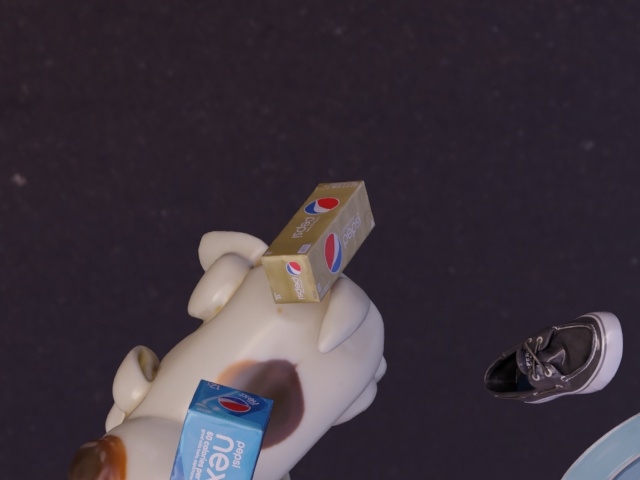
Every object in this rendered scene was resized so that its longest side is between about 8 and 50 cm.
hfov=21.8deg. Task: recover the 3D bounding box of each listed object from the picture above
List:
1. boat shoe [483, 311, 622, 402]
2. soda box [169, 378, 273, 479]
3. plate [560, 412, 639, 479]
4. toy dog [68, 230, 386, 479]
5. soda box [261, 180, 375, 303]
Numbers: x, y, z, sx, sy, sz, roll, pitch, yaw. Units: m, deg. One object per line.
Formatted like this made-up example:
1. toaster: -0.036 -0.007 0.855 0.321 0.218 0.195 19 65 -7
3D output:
1. boat shoe: 0.240 0.127 1.767 0.076 0.080 0.228 0 167 -20
2. soda box: -0.104 0.237 1.494 0.071 0.067 0.210 16 110 2
3. plate: 0.293 0.193 1.451 0.188 0.024 0.188 -20 147 -14
4. toy dog: -0.106 0.227 1.923 0.284 0.395 0.408 48 67 -20
5. soda box: 0.000 0.000 1.850 0.058 0.181 0.061 -3 117 26
